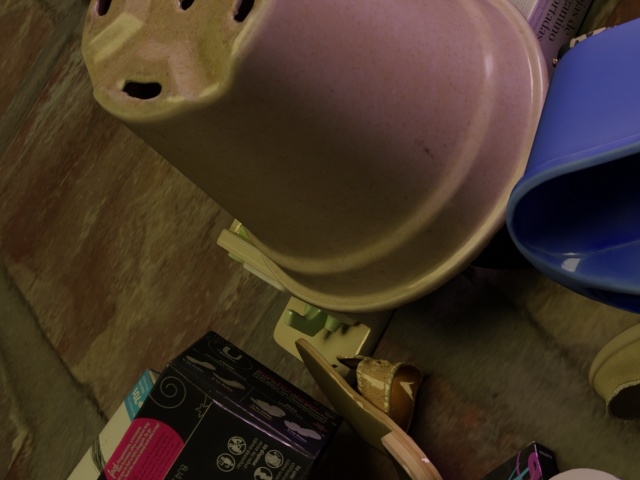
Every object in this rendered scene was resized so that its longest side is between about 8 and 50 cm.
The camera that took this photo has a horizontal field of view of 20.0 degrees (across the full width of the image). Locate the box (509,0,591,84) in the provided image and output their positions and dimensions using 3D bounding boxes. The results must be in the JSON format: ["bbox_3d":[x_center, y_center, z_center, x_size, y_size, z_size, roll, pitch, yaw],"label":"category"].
[{"bbox_3d":[0.172,-0.144,1.711,0.067,0.063,0.324,21,85,55],"label":"box"}]

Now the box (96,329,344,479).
[{"bbox_3d":[-0.115,0.235,1.675,0.247,0.163,0.142,-58,-5,16],"label":"box"}]

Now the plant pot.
[{"bbox_3d":[-0.023,-0.145,1.556,0.333,0.305,0.334,-20,56,32],"label":"plant pot"}]

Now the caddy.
[{"bbox_3d":[0.297,-0.039,1.320,0.341,0.241,0.179,-17,48,48],"label":"caddy"}]

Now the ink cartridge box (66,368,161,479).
[{"bbox_3d":[-0.164,0.243,1.827,0.191,0.139,0.082,-52,34,15],"label":"ink cartridge box"}]

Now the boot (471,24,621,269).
[{"bbox_3d":[0.207,-0.080,1.609,0.236,0.085,0.179,-20,49,42],"label":"boot"}]

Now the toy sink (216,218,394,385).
[{"bbox_3d":[0.000,0.000,1.782,0.153,0.131,0.234,31,93,57],"label":"toy sink"}]

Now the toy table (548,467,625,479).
[{"bbox_3d":[0.237,0.302,1.235,0.252,0.161,0.274,-27,48,41],"label":"toy table"}]

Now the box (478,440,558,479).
[{"bbox_3d":[0.158,0.261,1.487,0.116,0.029,0.162,-39,42,30],"label":"box"}]

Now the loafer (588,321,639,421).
[{"bbox_3d":[0.310,0.101,1.325,0.268,0.102,0.092,-20,59,43],"label":"loafer"}]

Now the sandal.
[{"bbox_3d":[0.068,0.150,1.663,0.079,0.088,0.240,-32,41,-10],"label":"sandal"}]
